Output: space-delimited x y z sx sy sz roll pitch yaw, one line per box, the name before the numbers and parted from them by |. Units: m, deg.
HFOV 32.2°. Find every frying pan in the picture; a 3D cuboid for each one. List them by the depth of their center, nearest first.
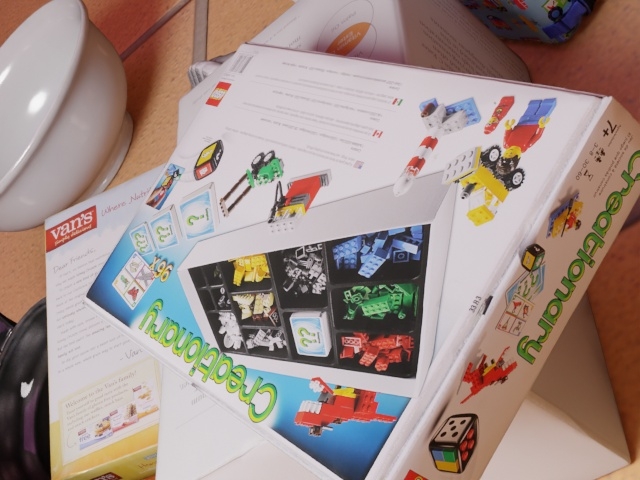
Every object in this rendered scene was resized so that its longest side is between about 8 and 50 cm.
frying pan | -0.272 0.136 1.005 0.326 0.053 0.197 8 82 46

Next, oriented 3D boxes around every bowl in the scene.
bowl | -0.313 -0.123 1.288 0.298 0.134 0.297 -31 43 33

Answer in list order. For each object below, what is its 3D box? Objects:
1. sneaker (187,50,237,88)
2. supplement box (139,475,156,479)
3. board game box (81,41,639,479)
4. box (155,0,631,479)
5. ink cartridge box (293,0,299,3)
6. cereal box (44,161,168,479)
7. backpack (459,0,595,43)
sneaker | -0.024 -0.134 0.998 0.115 0.105 0.281 -32 20 -25
supplement box | -0.097 0.095 0.891 0.078 0.080 0.233 -3 63 49
board game box | 0.000 0.000 0.566 0.305 0.053 0.193 23 80 55
box | 0.031 0.007 0.719 0.215 0.168 0.345 -34 40 30
ink cartridge box | -0.039 -0.341 1.044 0.159 0.218 0.092 -29 48 36
cereal box | -0.125 0.055 0.840 0.173 0.047 0.240 -22 53 17
backpack | 0.118 -0.236 0.802 0.158 0.173 0.117 25 84 55
